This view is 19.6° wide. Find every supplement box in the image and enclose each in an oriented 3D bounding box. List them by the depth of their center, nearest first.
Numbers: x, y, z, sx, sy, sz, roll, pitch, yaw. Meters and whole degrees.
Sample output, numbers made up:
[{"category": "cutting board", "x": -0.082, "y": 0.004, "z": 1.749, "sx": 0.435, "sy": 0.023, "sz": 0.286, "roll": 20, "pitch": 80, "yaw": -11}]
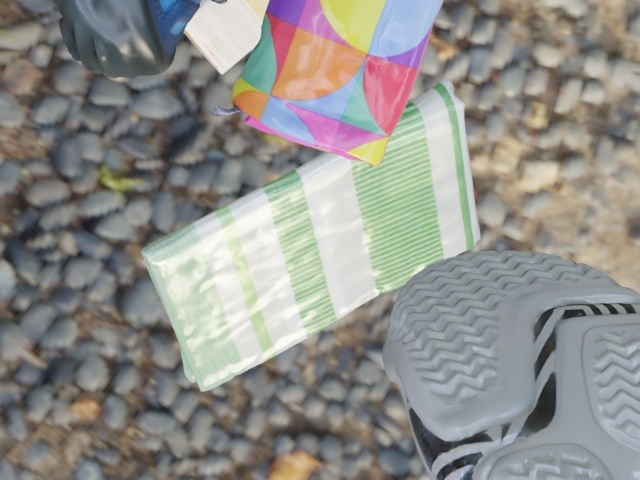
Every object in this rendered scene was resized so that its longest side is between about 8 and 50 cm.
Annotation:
[{"category": "supplement box", "x": -0.048, "y": -0.162, "z": 1.187, "sx": 0.098, "sy": 0.036, "sz": 0.062, "roll": -40, "pitch": 143, "yaw": 0}]

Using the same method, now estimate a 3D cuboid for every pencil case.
[{"category": "pencil case", "x": 0.025, "y": -0.158, "z": 1.039, "sx": 0.104, "sy": 0.104, "sz": 0.236, "roll": 17, "pitch": 102, "yaw": -32}]

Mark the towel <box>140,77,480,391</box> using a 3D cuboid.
[{"category": "towel", "x": 0.000, "y": 0.000, "z": 1.727, "sx": 0.324, "sy": 0.038, "sz": 0.248, "roll": -29, "pitch": 146, "yaw": -11}]

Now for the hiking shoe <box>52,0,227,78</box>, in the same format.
[{"category": "hiking shoe", "x": -0.002, "y": -0.192, "z": 0.731, "sx": 0.113, "sy": 0.132, "sz": 0.304, "roll": 69, "pitch": 45, "yaw": -71}]

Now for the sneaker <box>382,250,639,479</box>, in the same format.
[{"category": "sneaker", "x": 0.117, "y": 0.182, "z": 0.697, "sx": 0.137, "sy": 0.366, "sz": 0.210, "roll": -12, "pitch": 138, "yaw": -28}]
